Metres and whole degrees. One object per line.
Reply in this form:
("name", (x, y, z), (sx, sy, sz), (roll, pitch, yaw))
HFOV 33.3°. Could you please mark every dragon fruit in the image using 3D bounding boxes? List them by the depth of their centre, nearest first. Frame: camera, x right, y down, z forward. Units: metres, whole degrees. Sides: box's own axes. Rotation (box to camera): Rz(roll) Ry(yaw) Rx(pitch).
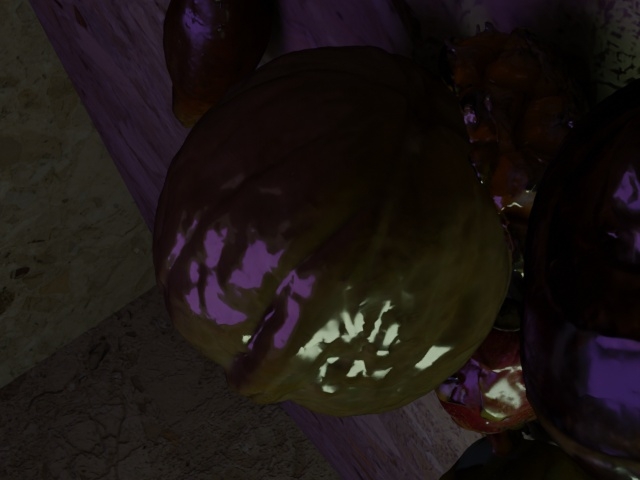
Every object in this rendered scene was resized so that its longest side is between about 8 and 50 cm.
("dragon fruit", (0.168, 0.140, 1.009), (0.125, 0.125, 0.246), (45, 165, 37))

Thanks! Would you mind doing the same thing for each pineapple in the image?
("pineapple", (0.142, -0.040, 0.658), (0.225, 0.076, 0.225), (56, -160, -33))

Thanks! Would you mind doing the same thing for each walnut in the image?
("walnut", (0.010, 0.003, 0.856), (0.313, 0.277, 0.252), (-55, 45, 39))

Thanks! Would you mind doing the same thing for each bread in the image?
("bread", (0.197, 0.265, 1.105), (0.088, 0.161, 0.233), (50, 169, -16))

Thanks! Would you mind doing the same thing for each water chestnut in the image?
("water chestnut", (0.202, 0.025, 0.479), (0.238, 0.223, 0.224), (8, -154, -43))

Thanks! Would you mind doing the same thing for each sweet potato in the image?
("sweet potato", (-0.108, -0.227, 1.131), (0.112, 0.112, 0.359), (52, 149, 17))
